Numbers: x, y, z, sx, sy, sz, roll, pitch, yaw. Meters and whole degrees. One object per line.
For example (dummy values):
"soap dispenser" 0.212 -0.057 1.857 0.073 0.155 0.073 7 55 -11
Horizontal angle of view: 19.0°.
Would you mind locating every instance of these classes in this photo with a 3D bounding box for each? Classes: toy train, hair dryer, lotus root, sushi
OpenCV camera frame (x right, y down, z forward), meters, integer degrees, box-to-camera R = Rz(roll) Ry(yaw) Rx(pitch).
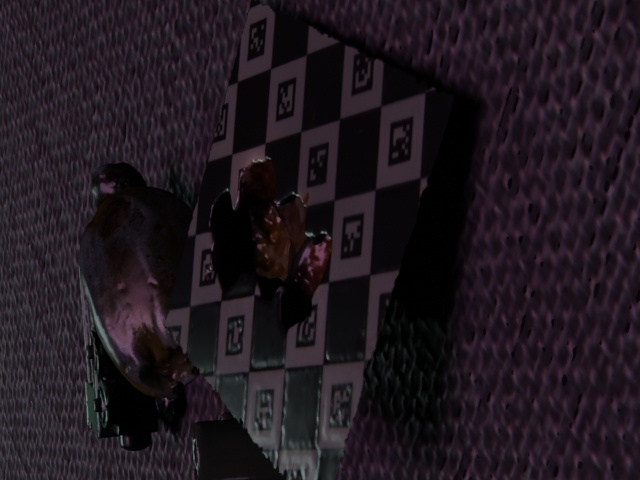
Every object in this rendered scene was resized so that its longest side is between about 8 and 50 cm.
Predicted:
"toy train" -0.161 0.082 1.550 0.111 0.071 0.170 -163 68 -71
"hair dryer" -0.059 0.142 1.371 0.150 0.071 0.047 -151 61 -80
"lotus root" -0.129 0.024 1.442 0.113 0.088 0.192 -42 56 33
"sushi" 0.000 0.000 1.209 0.290 0.050 0.264 40 117 59
